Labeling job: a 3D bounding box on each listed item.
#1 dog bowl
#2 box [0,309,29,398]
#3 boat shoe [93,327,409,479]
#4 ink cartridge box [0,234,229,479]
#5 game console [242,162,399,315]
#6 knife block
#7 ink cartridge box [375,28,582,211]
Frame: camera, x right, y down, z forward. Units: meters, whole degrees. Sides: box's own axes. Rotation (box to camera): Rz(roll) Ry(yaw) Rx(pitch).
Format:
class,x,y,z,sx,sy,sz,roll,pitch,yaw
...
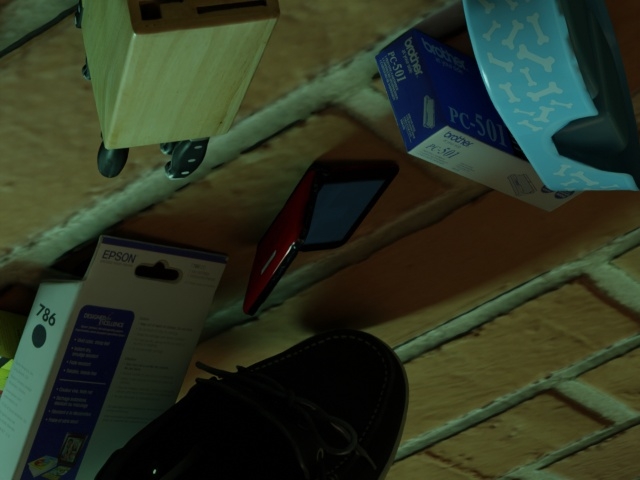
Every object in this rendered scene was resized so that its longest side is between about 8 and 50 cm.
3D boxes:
class,x,y,z,sx,sy,sz,roll,pitch,yaw
dog bowl,0.179,-0.137,1.267,0.074,0.166,0.297,-13,155,18
box,-0.283,0.118,1.578,0.087,0.058,0.232,-34,148,27
boat shoe,-0.059,0.200,1.570,0.500,0.186,0.156,-34,149,-48
ink cartridge box,-0.213,0.146,1.545,0.165,0.065,0.333,12,103,-47
game console,0.000,0.000,1.497,0.085,0.124,0.144,21,141,-11
knife block,-0.101,-0.105,1.087,0.088,0.276,0.242,-10,122,-14
ink cartridge box,0.136,-0.096,1.375,0.046,0.097,0.207,-34,148,29
